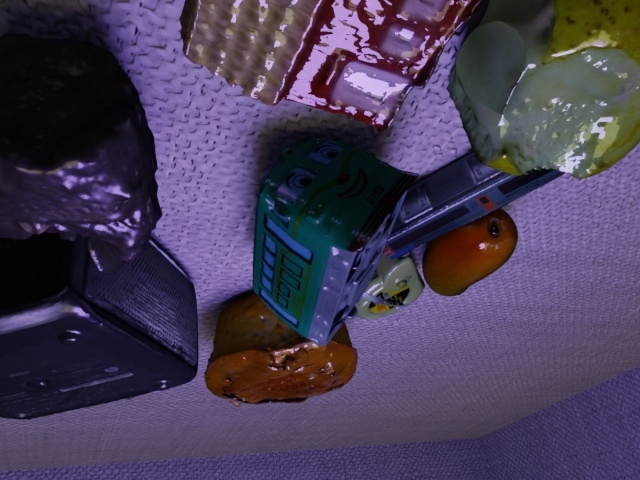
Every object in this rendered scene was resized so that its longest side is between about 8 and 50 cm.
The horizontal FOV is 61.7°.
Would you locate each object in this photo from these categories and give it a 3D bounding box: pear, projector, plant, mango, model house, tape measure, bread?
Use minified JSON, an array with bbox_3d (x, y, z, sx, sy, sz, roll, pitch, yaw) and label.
[{"bbox_3d":[0.322,-0.220,0.628,0.287,0.176,0.281,-1,145,-16],"label":"pear"},{"bbox_3d":[-0.454,0.135,0.897,0.396,0.241,0.405,-15,149,6],"label":"projector"},{"bbox_3d":[-0.286,-0.083,0.611,0.189,0.198,0.276,-6,157,-12],"label":"plant"},{"bbox_3d":[0.274,0.028,1.035,0.146,0.129,0.289,-17,154,-26],"label":"mango"},{"bbox_3d":[-0.014,-0.242,0.511,0.254,0.159,0.196,10,142,-25],"label":"model house"},{"bbox_3d":[0.131,0.086,1.115,0.175,0.106,0.200,-31,147,6],"label":"tape measure"},{"bbox_3d":[-0.093,0.250,1.221,0.337,0.204,0.358,-10,152,-6],"label":"bread"}]

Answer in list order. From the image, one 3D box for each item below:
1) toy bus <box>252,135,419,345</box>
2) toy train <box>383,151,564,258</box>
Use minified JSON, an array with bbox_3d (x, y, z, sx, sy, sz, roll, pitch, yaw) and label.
[{"bbox_3d":[0.000,0.000,0.845,0.200,0.183,0.343,33,147,13],"label":"toy bus"},{"bbox_3d":[0.261,-0.097,0.879,0.410,0.086,0.089,-29,141,28],"label":"toy train"}]
